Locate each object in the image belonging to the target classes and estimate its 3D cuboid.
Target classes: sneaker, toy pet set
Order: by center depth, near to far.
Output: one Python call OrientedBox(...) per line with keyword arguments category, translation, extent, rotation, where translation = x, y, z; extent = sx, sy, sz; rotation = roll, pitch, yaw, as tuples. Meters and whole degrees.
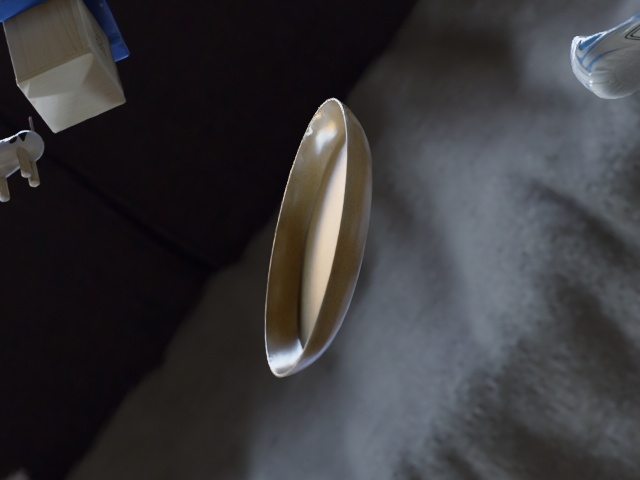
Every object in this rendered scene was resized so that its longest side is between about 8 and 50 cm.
OrientedBox(category="toy pet set", translation=(-0.146, -0.077, 0.744), extent=(0.114, 0.122, 0.065), rotation=(-23, 56, 5))
OrientedBox(category="sneaker", translation=(0.376, -0.213, 1.870), extent=(0.085, 0.237, 0.086), rotation=(90, 161, -46))

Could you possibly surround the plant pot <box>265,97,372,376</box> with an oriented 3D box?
OrientedBox(category="plant pot", translation=(0.000, 0.000, 1.477), extent=(0.236, 0.032, 0.236), rotation=(-169, 90, -76))
